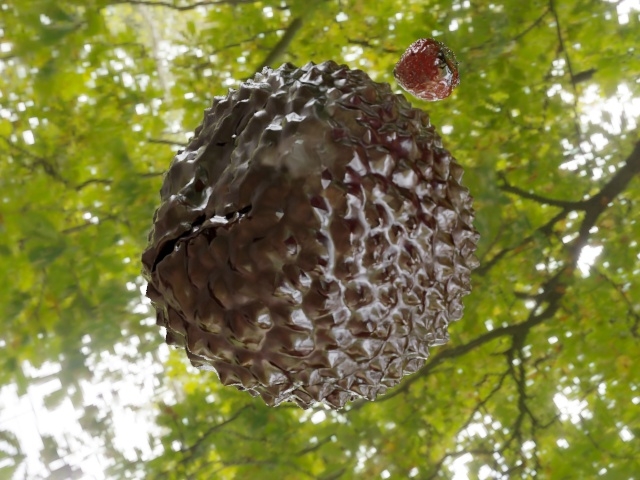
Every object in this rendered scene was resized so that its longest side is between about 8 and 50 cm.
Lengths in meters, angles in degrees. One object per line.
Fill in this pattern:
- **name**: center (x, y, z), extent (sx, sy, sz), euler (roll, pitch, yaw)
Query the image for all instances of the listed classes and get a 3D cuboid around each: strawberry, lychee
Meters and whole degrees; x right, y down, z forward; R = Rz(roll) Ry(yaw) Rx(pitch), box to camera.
- **strawberry**: center (0.160, -0.256, 1.415), extent (0.106, 0.106, 0.106), euler (26, -54, 44)
- **lychee**: center (0.000, 0.000, 0.503), extent (0.188, 0.188, 0.188), euler (26, -54, 44)
